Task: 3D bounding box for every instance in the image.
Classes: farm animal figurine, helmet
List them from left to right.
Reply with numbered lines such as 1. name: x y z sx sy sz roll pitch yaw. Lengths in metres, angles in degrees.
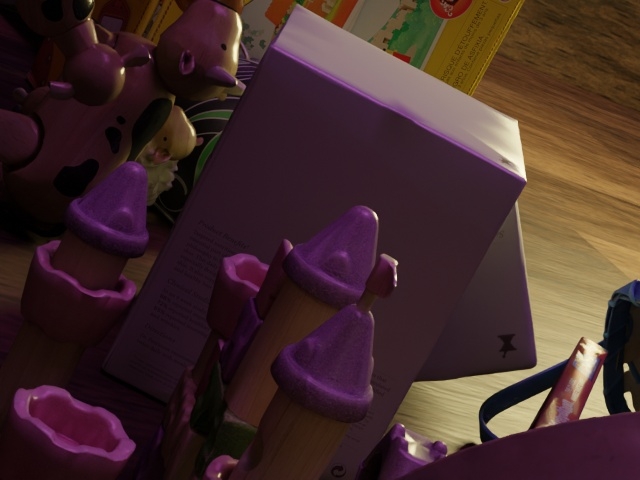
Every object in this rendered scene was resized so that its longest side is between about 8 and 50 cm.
1. farm animal figurine: -0.157 -0.140 1.470 0.172 0.327 0.330 42 22 25
2. helmet: -0.070 -0.086 1.707 0.169 0.161 0.169 36 18 -14

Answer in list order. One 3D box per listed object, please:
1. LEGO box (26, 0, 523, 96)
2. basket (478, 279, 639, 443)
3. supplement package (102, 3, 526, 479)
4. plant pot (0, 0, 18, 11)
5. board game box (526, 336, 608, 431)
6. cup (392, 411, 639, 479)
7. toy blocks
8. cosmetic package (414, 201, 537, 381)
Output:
1. LEGO box: -0.002 -0.284 1.851 0.372 0.500 0.193 18 19 -33
2. basket: 0.308 0.152 1.530 0.289 0.201 0.255 -24 45 -22
3. supplement package: 0.000 0.000 1.379 0.199 0.263 0.198 28 16 -3
4. plant pot: -0.163 -0.334 2.070 0.247 0.252 0.248 18 -1 -36
5. board game box: 0.144 0.163 1.326 0.027 0.145 0.281 31 15 8
6. cup: 0.144 0.260 0.793 0.331 0.331 0.237 21 43 -25
7. toy blocks: -0.019 0.090 1.066 0.309 0.260 0.288 24 15 -14
8. cosmetic package: 0.098 0.019 1.601 0.151 0.151 0.184 -7 14 5
